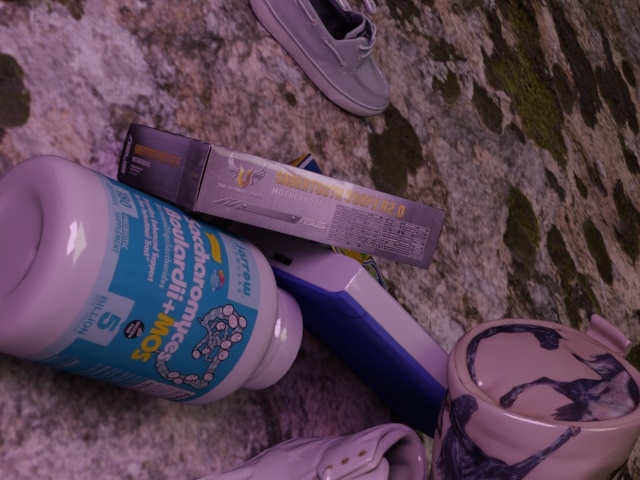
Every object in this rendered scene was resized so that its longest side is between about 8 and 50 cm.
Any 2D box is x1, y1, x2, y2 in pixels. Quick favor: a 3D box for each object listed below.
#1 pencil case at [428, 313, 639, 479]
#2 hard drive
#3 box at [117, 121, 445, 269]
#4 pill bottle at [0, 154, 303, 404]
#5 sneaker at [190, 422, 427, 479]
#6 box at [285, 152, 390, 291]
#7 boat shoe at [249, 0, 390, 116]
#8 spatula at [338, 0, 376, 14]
[{"bbox_3d":[0.164,0.268,0.933,0.183,0.159,0.411,-17,121,-46],"label":"pencil case"},{"bbox_3d":[0.062,0.107,1.034,0.040,0.210,0.319,-52,123,-12],"label":"hard drive"},{"bbox_3d":[-0.037,-0.040,0.955,0.231,0.183,0.056,14,93,-30],"label":"box"},{"bbox_3d":[-0.134,0.043,0.860,0.264,0.146,0.146,25,54,-44],"label":"pill bottle"},{"bbox_3d":[-0.026,0.222,0.891,0.292,0.169,0.108,-28,97,-53],"label":"sneaker"},{"bbox_3d":[0.000,0.000,1.130,0.169,0.059,0.054,59,36,-14],"label":"box"},{"bbox_3d":[0.018,-0.226,1.251,0.227,0.081,0.079,41,44,-33],"label":"boat shoe"},{"bbox_3d":[-0.007,-0.375,1.348,0.168,0.019,0.242,-38,104,-54],"label":"spatula"}]
